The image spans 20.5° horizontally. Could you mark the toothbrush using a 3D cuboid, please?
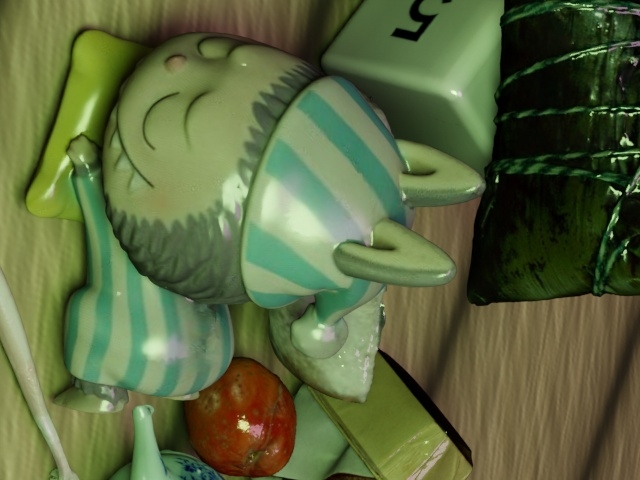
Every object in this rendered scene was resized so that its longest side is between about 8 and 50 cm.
[{"bbox_3d":[-0.267,0.134,1.624,0.025,0.029,0.307,-36,125,-35],"label":"toothbrush"}]

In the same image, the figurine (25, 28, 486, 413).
[{"bbox_3d":[-0.055,0.012,1.539,0.266,0.377,0.361,-5,107,-45],"label":"figurine"}]

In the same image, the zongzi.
[{"bbox_3d":[0.247,-0.146,1.637,0.362,0.319,0.383,41,57,-36],"label":"zongzi"}]

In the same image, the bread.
[{"bbox_3d":[0.036,0.237,1.832,0.212,0.224,0.142,-41,131,1],"label":"bread"}]

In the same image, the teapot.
[{"bbox_3d":[-0.148,0.268,1.722,0.159,0.159,0.232,-42,143,-27],"label":"teapot"}]

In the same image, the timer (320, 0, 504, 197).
[{"bbox_3d":[0.152,-0.179,1.811,0.195,0.194,0.192,-54,135,-17],"label":"timer"}]

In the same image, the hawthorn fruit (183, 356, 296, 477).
[{"bbox_3d":[-0.077,0.181,1.766,0.128,0.128,0.128,-18,117,-41],"label":"hawthorn fruit"}]

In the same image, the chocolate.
[{"bbox_3d":[0.000,0.000,1.746,0.100,0.185,0.303,3,108,-17],"label":"chocolate"}]
